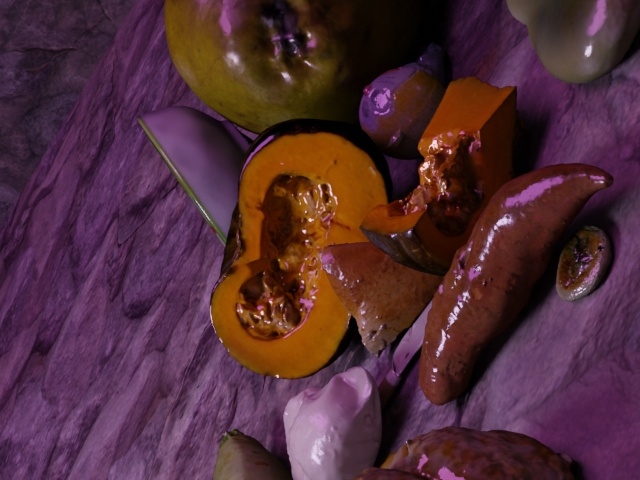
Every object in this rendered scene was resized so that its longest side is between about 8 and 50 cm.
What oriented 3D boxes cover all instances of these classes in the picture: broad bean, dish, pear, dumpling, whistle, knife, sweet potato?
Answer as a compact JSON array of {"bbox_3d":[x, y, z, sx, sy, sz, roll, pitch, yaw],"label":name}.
[{"bbox_3d":[0.284,-0.263,1.820,0.169,0.100,0.228,-60,33,37],"label":"broad bean"},{"bbox_3d":[-0.115,-0.071,2.341,0.124,0.324,0.324,-35,23,-3],"label":"dish"},{"bbox_3d":[-0.037,-0.301,2.279,0.352,0.352,0.413,-57,14,23],"label":"pear"},{"bbox_3d":[0.006,0.222,1.936,0.134,0.100,0.169,25,121,49],"label":"dumpling"},{"bbox_3d":[0.111,-0.186,2.123,0.123,0.123,0.223,-48,14,39],"label":"whistle"},{"bbox_3d":[0.094,0.141,1.950,0.298,0.017,0.047,-59,19,19],"label":"knife"},{"bbox_3d":[0.184,0.027,1.734,0.354,0.095,0.106,-58,47,35],"label":"sweet potato"}]

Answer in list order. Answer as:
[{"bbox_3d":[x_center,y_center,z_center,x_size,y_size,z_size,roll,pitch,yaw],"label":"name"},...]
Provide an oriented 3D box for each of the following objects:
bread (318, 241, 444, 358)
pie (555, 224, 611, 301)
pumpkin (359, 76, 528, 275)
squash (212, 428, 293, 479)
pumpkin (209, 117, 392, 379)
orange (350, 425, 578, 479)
[{"bbox_3d":[0.089,0.055,1.956,0.136,0.154,0.054,-24,24,11],"label":"bread"},{"bbox_3d":[0.261,0.021,1.673,0.084,0.021,0.084,-49,28,38],"label":"pie"},{"bbox_3d":[0.160,-0.059,1.877,0.248,0.126,0.131,-56,23,-19],"label":"pumpkin"},{"bbox_3d":[-0.077,0.328,2.035,0.118,0.118,0.370,-63,15,10],"label":"squash"},{"bbox_3d":[0.000,0.000,2.102,0.232,0.242,0.325,-47,-24,-76],"label":"pumpkin"},{"bbox_3d":[0.080,0.336,1.537,0.271,0.210,0.369,-4,67,64],"label":"orange"}]
